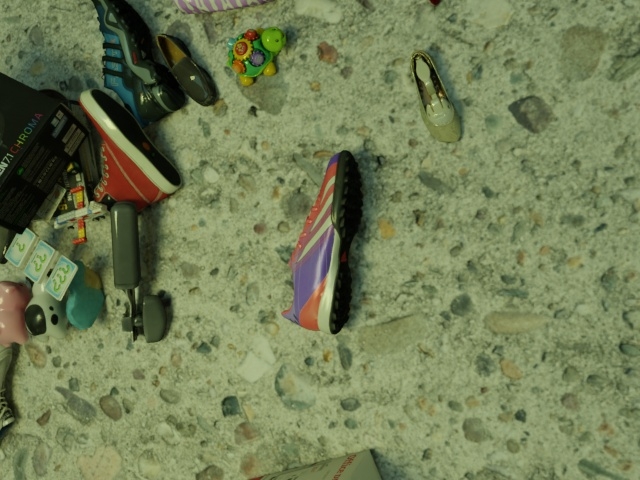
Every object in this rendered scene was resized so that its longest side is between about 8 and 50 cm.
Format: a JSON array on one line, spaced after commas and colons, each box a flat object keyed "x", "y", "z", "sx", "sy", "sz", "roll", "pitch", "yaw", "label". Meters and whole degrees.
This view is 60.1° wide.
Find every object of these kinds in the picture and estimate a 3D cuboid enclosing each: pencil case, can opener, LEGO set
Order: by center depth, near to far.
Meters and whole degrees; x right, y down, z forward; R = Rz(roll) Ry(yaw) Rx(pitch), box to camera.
[{"x": -0.180, "y": -0.479, "z": 1.037, "sx": 0.206, "sy": 0.088, "sz": 0.086, "roll": -2, "pitch": 86, "yaw": 20, "label": "pencil case"}, {"x": -0.514, "y": -0.033, "z": 1.070, "sx": 0.182, "sy": 0.060, "sz": 0.244, "roll": 30, "pitch": 91, "yaw": 25, "label": "LEGO set"}, {"x": -0.353, "y": 0.065, "z": 1.085, "sx": 0.095, "sy": 0.076, "sz": 0.283, "roll": -1, "pitch": 103, "yaw": -13, "label": "can opener"}]

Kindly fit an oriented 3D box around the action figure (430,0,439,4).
[{"x": 0.090, "y": -0.514, "z": 0.922, "sx": 0.280, "sy": 0.139, "sz": 0.091, "roll": 38, "pitch": 100, "yaw": 18, "label": "action figure"}]

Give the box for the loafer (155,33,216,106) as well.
[{"x": -0.267, "y": -0.332, "z": 1.078, "sx": 0.062, "sy": 0.061, "sz": 0.170, "roll": -42, "pitch": 77, "yaw": 13, "label": "loafer"}]

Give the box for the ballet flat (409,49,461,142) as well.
[{"x": 0.185, "y": -0.240, "z": 0.924, "sx": 0.057, "sy": 0.052, "sz": 0.168, "roll": -24, "pitch": 82, "yaw": 17, "label": "ballet flat"}]

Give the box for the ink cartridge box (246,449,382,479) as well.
[{"x": -0.045, "y": 0.464, "z": 0.914, "sx": 0.283, "sy": 0.207, "sz": 0.117, "roll": -22, "pitch": 84, "yaw": 17, "label": "ink cartridge box"}]

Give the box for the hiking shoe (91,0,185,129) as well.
[{"x": -0.397, "y": -0.362, "z": 1.097, "sx": 0.132, "sy": 0.113, "sz": 0.304, "roll": -32, "pitch": 79, "yaw": 15, "label": "hiking shoe"}]

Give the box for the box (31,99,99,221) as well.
[{"x": -0.564, "y": -0.160, "z": 1.154, "sx": 0.183, "sy": 0.056, "sz": 0.231, "roll": -7, "pitch": 95, "yaw": 11, "label": "box"}]

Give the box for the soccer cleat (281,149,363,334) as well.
[{"x": 0.000, "y": 0.000, "z": 0.961, "sx": 0.116, "sy": 0.108, "sz": 0.318, "roll": 8, "pitch": 94, "yaw": 23, "label": "soccer cleat"}]

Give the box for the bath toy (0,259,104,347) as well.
[{"x": -0.636, "y": 0.137, "z": 1.150, "sx": 0.348, "sy": 0.129, "sz": 0.151, "roll": -14, "pitch": 40, "yaw": 9, "label": "bath toy"}]

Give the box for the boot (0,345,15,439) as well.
[{"x": -0.716, "y": 0.353, "z": 1.222, "sx": 0.123, "sy": 0.095, "sz": 0.258, "roll": 34, "pitch": 105, "yaw": 6, "label": "boot"}]

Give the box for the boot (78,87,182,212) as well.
[{"x": -0.414, "y": -0.156, "z": 1.074, "sx": 0.176, "sy": 0.088, "sz": 0.244, "roll": -28, "pitch": 112, "yaw": 19, "label": "boot"}]

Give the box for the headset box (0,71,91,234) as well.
[{"x": -0.634, "y": -0.189, "z": 1.030, "sx": 0.283, "sy": 0.131, "sz": 0.246, "roll": 27, "pitch": 78, "yaw": 8, "label": "headset box"}]

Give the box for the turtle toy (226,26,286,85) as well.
[{"x": -0.121, "y": -0.352, "z": 1.025, "sx": 0.130, "sy": 0.066, "sz": 0.095, "roll": -18, "pitch": 84, "yaw": 18, "label": "turtle toy"}]

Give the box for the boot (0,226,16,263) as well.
[{"x": -0.773, "y": -0.110, "z": 1.157, "sx": 0.118, "sy": 0.223, "sz": 0.338, "roll": -19, "pitch": 78, "yaw": 41, "label": "boot"}]

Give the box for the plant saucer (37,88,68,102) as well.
[{"x": -0.594, "y": -0.244, "z": 1.209, "sx": 0.168, "sy": 0.029, "sz": 0.168, "roll": 0, "pitch": 89, "yaw": 20, "label": "plant saucer"}]
